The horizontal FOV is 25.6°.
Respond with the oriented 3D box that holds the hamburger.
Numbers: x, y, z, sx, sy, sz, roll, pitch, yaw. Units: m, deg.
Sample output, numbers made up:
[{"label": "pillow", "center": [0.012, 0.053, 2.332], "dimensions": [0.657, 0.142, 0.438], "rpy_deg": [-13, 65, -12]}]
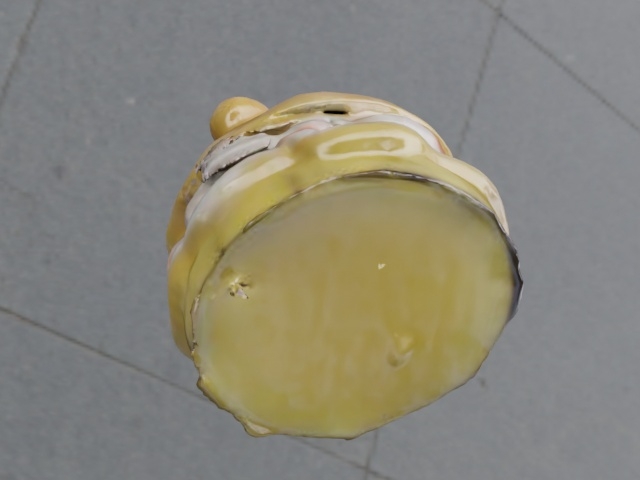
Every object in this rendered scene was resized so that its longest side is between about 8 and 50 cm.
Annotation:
[{"label": "hamburger", "center": [0.000, 0.000, 1.132], "dimensions": [0.276, 0.237, 0.276], "rpy_deg": [-8, 125, -12]}]
